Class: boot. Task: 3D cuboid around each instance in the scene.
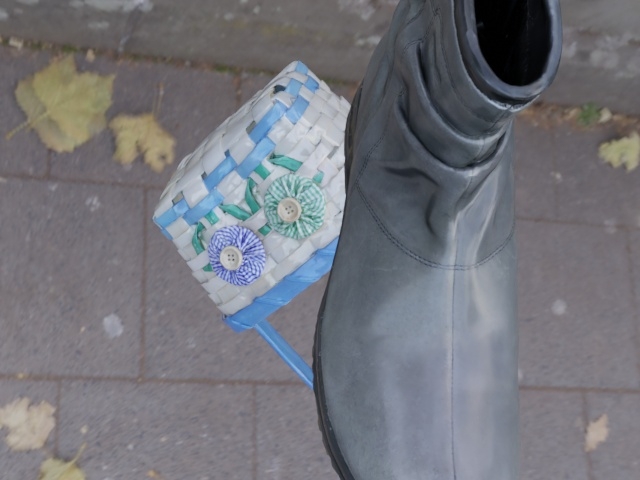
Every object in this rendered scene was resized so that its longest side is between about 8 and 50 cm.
[{"bbox_3d":[0.048,-0.018,0.428,0.083,0.161,0.247,3,61,-7],"label":"boot"}]

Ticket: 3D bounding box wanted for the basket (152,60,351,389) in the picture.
[{"bbox_3d":[0.000,0.000,1.067,0.289,0.255,0.201,41,24,-17],"label":"basket"}]
